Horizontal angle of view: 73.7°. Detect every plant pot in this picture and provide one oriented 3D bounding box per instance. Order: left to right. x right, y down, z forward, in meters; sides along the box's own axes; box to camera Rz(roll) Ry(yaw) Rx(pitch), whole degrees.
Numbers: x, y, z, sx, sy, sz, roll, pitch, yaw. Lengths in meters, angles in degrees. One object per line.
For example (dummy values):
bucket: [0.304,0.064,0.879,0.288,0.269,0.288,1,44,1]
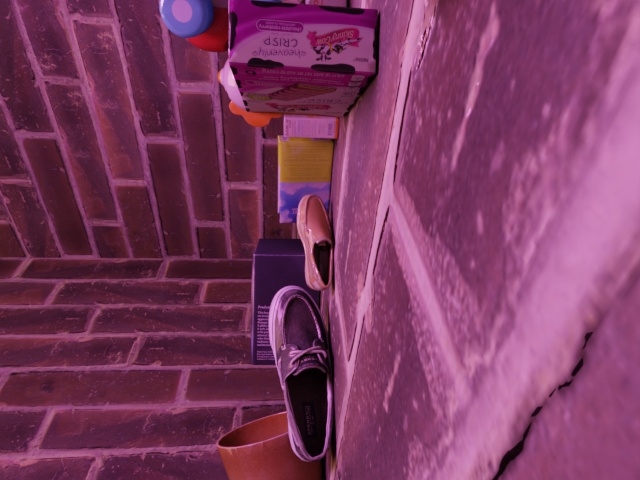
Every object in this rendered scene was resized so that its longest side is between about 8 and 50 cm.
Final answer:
plant pot: [-0.089,0.544,0.956,0.237,0.236,0.255,118,139,-79]

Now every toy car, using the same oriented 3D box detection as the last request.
toy car: [-0.136,-0.311,0.737,0.219,0.210,0.238,-80,-5,-57]

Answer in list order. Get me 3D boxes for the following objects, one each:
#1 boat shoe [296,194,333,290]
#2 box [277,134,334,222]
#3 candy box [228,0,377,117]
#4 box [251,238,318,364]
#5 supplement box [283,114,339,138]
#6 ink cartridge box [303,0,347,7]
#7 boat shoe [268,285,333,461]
boat shoe: [0.000,0.000,0.818,0.072,0.068,0.190,154,107,-71]
box: [-0.033,-0.123,0.876,0.042,0.108,0.179,-105,16,-57]
candy box: [-0.027,-0.220,0.556,0.233,0.159,0.071,-129,41,-83]
box: [-0.101,0.155,1.213,0.296,0.182,0.295,-126,39,-81]
supplement box: [-0.019,-0.213,0.782,0.062,0.098,0.036,-98,10,-61]
ink cartridge box: [0.005,-0.389,0.718,0.198,0.067,0.116,122,148,-83]
boat shoe: [-0.023,0.244,0.822,0.119,0.120,0.336,125,136,-67]
